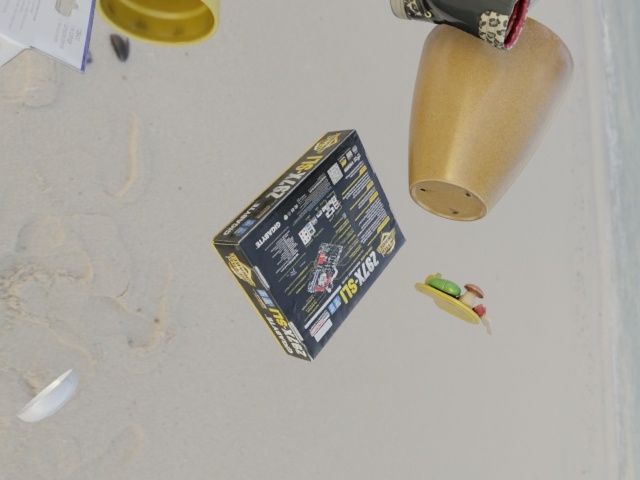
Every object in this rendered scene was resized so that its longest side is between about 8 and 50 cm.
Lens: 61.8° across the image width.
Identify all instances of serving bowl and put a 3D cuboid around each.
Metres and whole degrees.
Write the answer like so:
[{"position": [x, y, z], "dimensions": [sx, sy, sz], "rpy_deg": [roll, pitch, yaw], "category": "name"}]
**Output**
[{"position": [-0.349, 0.206, 0.697], "dimensions": [0.027, 0.083, 0.083], "rpy_deg": [53, 45, -12], "category": "serving bowl"}]

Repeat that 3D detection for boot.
[{"position": [0.165, -0.342, 0.628], "dimensions": [0.085, 0.179, 0.236], "rpy_deg": [-48, 154, -16], "category": "boot"}]

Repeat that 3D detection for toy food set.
[{"position": [0.330, 0.134, 1.265], "dimensions": [0.071, 0.218, 0.128], "rpy_deg": [-54, 142, -11], "category": "toy food set"}]

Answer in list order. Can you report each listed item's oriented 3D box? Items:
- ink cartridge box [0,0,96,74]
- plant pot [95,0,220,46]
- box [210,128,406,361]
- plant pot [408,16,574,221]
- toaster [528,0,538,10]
[{"position": [-0.471, -0.375, 0.728], "dimensions": [0.307, 0.072, 0.303], "rpy_deg": [28, 37, -40], "category": "ink cartridge box"}, {"position": [-0.338, -0.584, 1.140], "dimensions": [0.254, 0.254, 0.238], "rpy_deg": [12, 76, -51], "category": "plant pot"}, {"position": [0.000, 0.000, 0.920], "dimensions": [0.322, 0.079, 0.257], "rpy_deg": [-48, 126, -31], "category": "box"}, {"position": [0.229, -0.167, 0.813], "dimensions": [0.237, 0.237, 0.254], "rpy_deg": [41, 65, -41], "category": "plant pot"}, {"position": [0.331, -0.445, 0.792], "dimensions": [0.110, 0.168, 0.185], "rpy_deg": [42, 39, -3], "category": "toaster"}]
